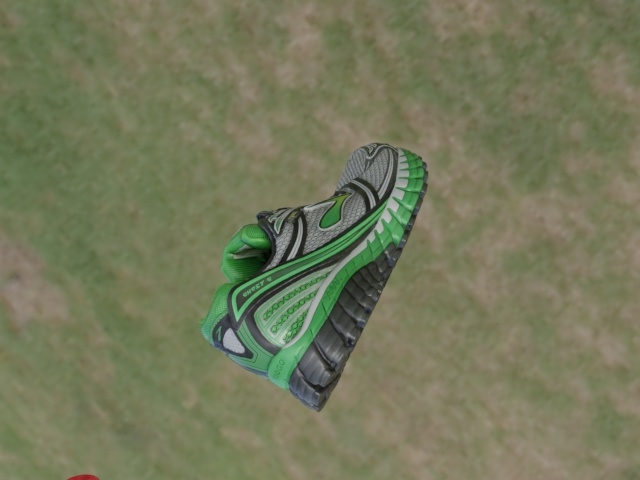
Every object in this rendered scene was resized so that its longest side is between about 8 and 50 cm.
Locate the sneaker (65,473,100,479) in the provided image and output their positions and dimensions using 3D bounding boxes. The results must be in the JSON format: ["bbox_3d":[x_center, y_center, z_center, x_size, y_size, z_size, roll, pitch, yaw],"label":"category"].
[{"bbox_3d":[-0.163,0.251,1.317,0.221,0.128,0.087,0,139,6],"label":"sneaker"}]

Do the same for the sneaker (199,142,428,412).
[{"bbox_3d":[0.000,0.000,1.427,0.146,0.343,0.134,27,126,3],"label":"sneaker"}]
